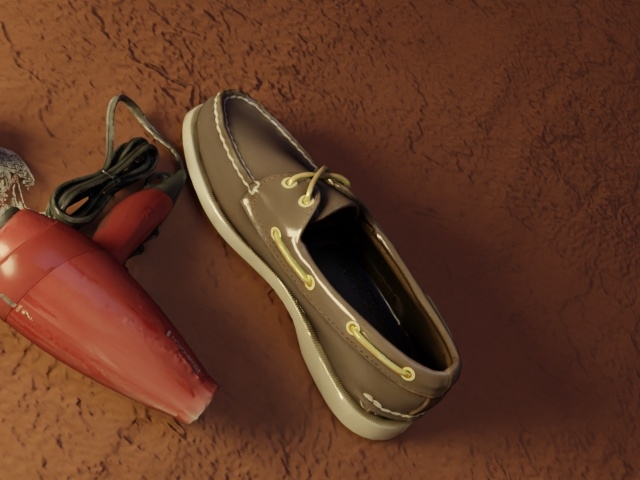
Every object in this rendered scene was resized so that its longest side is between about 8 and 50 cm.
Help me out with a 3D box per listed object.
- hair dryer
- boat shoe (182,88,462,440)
[{"bbox_3d":[-0.149,-0.001,0.858,0.224,0.080,0.293,-3,60,-40],"label":"hair dryer"},{"bbox_3d":[0.000,0.000,0.960,0.116,0.097,0.324,-14,67,-44],"label":"boat shoe"}]
